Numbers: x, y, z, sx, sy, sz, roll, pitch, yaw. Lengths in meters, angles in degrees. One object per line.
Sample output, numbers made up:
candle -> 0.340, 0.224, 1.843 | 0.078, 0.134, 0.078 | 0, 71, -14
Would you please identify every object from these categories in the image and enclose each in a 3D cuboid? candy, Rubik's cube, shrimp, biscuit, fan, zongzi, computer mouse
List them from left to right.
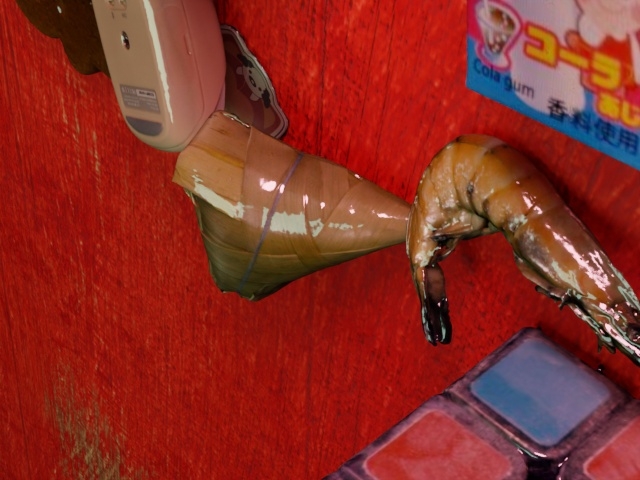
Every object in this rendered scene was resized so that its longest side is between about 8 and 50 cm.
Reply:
biscuit -> -0.275, -0.266, 1.364 | 0.236, 0.039, 0.180 | 36, 147, 32
computer mouse -> -0.152, -0.198, 1.201 | 0.145, 0.082, 0.236 | 13, 122, 54
fan -> -0.107, -0.143, 1.271 | 0.220, 0.009, 0.132 | -11, 109, 58
zongzi -> 0.000, 0.000, 1.197 | 0.256, 0.115, 0.228 | 17, 152, 14
shrimp -> 0.158, 0.047, 0.996 | 0.262, 0.051, 0.198 | 48, 138, 25
Rubik's cube -> 0.170, 0.348, 1.004 | 0.362, 0.359, 0.363 | 37, 146, 33
candy -> 0.170, -0.204, 0.724 | 0.157, 0.100, 0.306 | 33, 142, 35
